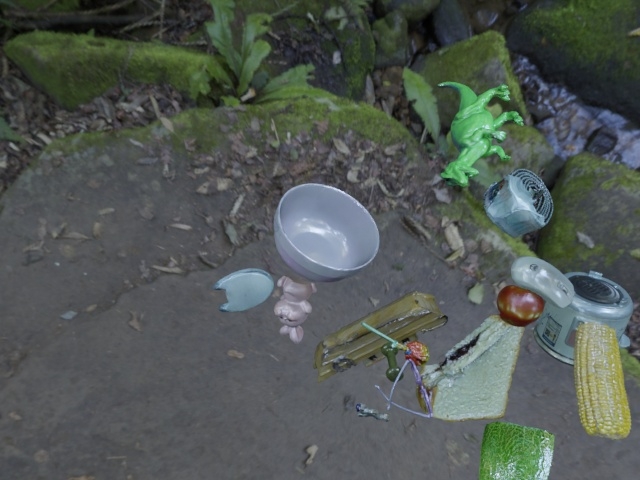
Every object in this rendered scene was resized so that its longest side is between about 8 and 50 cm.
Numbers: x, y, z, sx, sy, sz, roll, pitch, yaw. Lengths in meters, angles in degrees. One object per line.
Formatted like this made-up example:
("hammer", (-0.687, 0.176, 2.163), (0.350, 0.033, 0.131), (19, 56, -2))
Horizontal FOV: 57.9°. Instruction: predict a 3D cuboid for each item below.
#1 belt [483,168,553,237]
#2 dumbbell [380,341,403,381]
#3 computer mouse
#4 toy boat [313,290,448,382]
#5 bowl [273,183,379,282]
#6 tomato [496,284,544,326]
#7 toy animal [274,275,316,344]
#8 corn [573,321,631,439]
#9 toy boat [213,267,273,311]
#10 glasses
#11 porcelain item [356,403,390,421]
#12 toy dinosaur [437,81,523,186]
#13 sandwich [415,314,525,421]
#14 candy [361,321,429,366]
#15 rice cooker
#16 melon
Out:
("belt", (0.666, -0.128, 1.945), (0.207, 0.150, 0.258), (54, 44, 1))
("dumbbell", (0.199, 0.337, 1.608), (0.046, 0.118, 0.052), (-29, 120, 15))
("computer mouse", (0.569, 0.105, 1.457), (0.182, 0.056, 0.089), (34, 71, 0))
("toy boat", (0.170, 0.300, 1.781), (0.446, 0.162, 0.135), (-27, 36, 5))
("bowl", (0.000, 0.000, 1.545), (0.287, 0.143, 0.286), (14, 46, -16))
("tomato", (0.373, 0.124, 1.086), (0.087, 0.087, 0.075), (21, 90, 9))
("toy animal", (-0.085, 0.217, 1.733), (0.125, 0.124, 0.212), (11, 100, 7))
("corn", (0.414, 0.205, 0.856), (0.085, 0.063, 0.165), (13, 66, -13))
("toy boat", (-0.257, 0.164, 1.942), (0.208, 0.079, 0.134), (-19, 96, -25))
("glasses", (0.178, 0.337, 1.273), (0.104, 0.062, 0.139), (-19, 55, -3))
("porcelain item", (0.146, 0.539, 1.798), (0.075, 0.136, 0.021), (-28, 43, 41))
("toy dinosaur", (0.440, -0.353, 1.898), (0.374, 0.144, 0.500), (-43, 34, -6))
("sandwich", (0.388, 0.330, 1.506), (0.255, 0.099, 0.288), (8, 100, -16))
("candy", (0.176, 0.240, 1.371), (0.201, 0.060, 0.060), (30, 80, -20))
("rice cooker", (0.839, 0.265, 1.862), (0.317, 0.264, 0.316), (9, 118, 18))
("melon", (0.540, 0.685, 1.622), (0.196, 0.124, 0.323), (1, 56, 30))
